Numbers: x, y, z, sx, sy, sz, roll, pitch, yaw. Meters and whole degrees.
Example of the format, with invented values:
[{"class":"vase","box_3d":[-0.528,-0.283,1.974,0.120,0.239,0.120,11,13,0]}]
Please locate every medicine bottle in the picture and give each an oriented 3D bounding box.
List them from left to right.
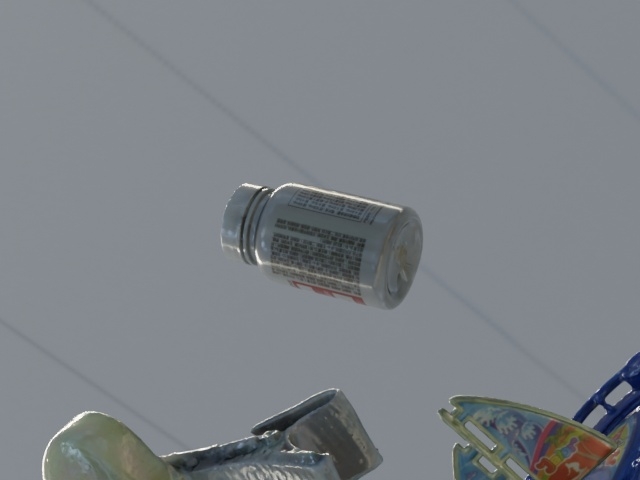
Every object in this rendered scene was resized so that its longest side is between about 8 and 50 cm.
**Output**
[{"class":"medicine bottle","box_3d":[0.000,0.000,1.368,0.079,0.140,0.079,-43,-40,-52]}]

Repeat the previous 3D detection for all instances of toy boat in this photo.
[{"class":"toy boat","box_3d":[0.090,0.101,0.735,0.110,0.091,0.175,41,-107,-16]}]

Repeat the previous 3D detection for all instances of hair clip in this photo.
[{"class":"hair clip","box_3d":[-0.070,0.155,0.998,0.159,0.218,0.071,66,-151,-14]}]
